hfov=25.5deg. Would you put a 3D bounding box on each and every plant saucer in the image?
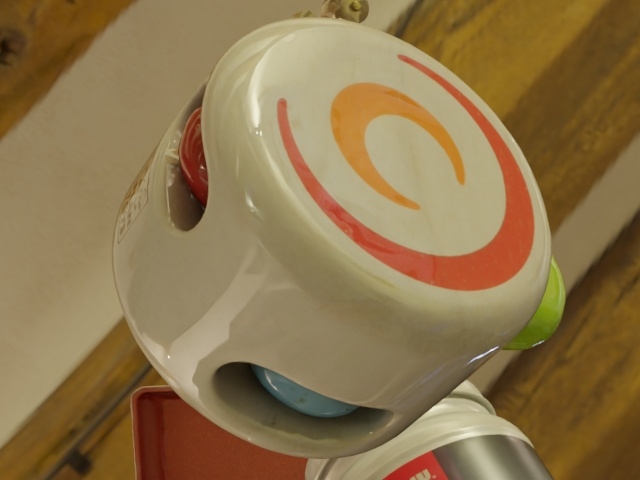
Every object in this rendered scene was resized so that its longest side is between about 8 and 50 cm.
[{"bbox_3d":[-0.034,0.242,1.277,0.259,0.048,0.259,-2,-76,-3],"label":"plant saucer"}]

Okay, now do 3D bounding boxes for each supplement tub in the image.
[{"bbox_3d":[0.116,0.257,1.098,0.191,0.272,0.191,-18,-42,-17],"label":"supplement tub"}]

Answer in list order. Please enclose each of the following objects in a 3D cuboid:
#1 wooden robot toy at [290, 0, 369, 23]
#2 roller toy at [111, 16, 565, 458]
[{"bbox_3d":[0.006,-0.215,1.126,0.076,0.079,0.173,24,-106,-27],"label":"wooden robot toy"},{"bbox_3d":[0.000,0.000,0.697,0.191,0.209,0.146,-25,-17,-47],"label":"roller toy"}]
